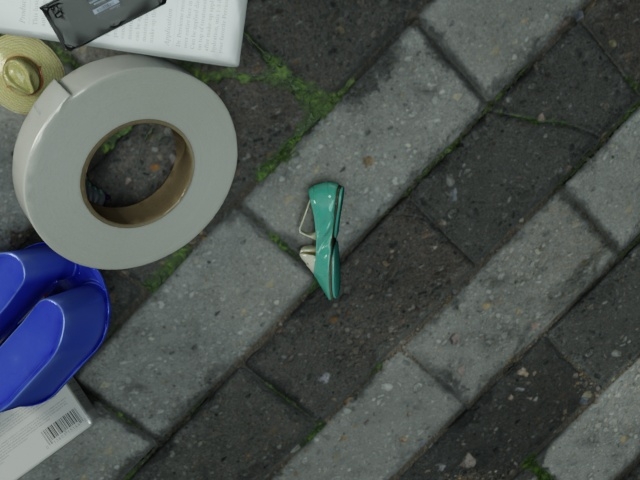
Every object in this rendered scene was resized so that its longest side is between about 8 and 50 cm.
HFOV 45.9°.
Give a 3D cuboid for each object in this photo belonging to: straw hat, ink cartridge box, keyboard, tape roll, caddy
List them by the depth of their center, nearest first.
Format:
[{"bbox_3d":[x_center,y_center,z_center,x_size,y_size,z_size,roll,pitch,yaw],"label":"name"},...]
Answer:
[{"bbox_3d":[-0.339,-0.378,1.164,0.180,0.023,0.108,-28,120,-2],"label":"keyboard"},{"bbox_3d":[-0.517,-0.284,1.307,0.144,0.061,0.144,-4,109,-12],"label":"straw hat"},{"bbox_3d":[-0.327,-0.129,1.309,0.392,0.072,0.392,-23,134,-26],"label":"tape roll"},{"bbox_3d":[-0.540,0.158,1.374,0.341,0.179,0.241,-45,80,12],"label":"caddy"},{"bbox_3d":[-0.632,0.337,1.493,0.296,0.066,0.261,-36,87,0],"label":"ink cartridge box"}]

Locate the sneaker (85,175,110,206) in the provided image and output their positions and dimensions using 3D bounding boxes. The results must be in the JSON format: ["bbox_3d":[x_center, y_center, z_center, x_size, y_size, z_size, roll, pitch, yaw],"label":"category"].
[{"bbox_3d":[-0.448,-0.100,1.394,0.098,0.083,0.223,-26,113,-34],"label":"sneaker"}]

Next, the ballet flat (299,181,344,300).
[{"bbox_3d":[0.000,0.000,1.527,0.087,0.083,0.247,5,109,10],"label":"ballet flat"}]

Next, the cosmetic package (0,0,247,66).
[{"bbox_3d":[-0.350,-0.436,1.239,0.453,0.161,0.230,6,108,-16],"label":"cosmetic package"}]
